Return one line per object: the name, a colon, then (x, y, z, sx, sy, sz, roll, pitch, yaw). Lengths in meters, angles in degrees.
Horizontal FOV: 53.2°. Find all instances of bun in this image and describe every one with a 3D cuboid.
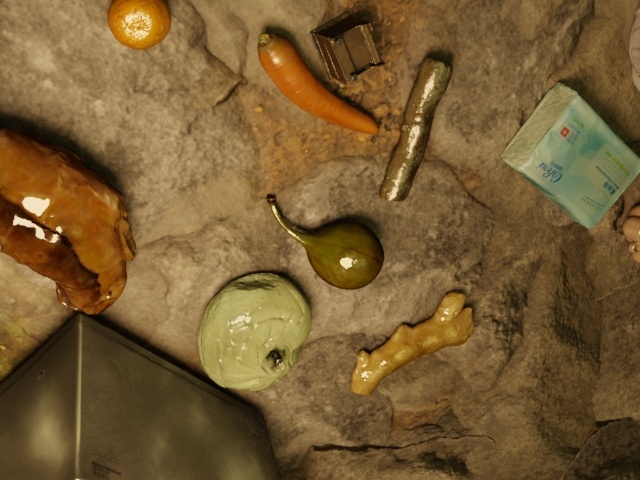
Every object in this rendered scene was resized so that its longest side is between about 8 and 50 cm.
bun: (-0.110, 0.165, 1.114, 0.221, 0.108, 0.221, -9, 116, -19)

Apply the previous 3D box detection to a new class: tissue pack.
tissue pack: (0.496, -0.156, 1.240, 0.263, 0.089, 0.177, 31, 101, -31)

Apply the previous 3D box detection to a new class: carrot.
carrot: (-0.006, -0.229, 1.010, 0.271, 0.062, 0.066, 38, 51, -35)

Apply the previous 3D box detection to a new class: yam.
yam: (0.162, -0.185, 1.099, 0.061, 0.061, 0.253, 7, 111, -26)

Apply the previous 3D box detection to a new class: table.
table: (0.043, -0.293, 0.982, 0.070, 0.082, 0.083, -31, 122, -8)

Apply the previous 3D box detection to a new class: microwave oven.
microwave oven: (-0.273, 0.380, 0.984, 0.236, 0.374, 0.432, -42, 126, 10)

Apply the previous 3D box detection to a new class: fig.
fig: (0.000, 0.000, 1.095, 0.236, 0.124, 0.124, 29, 100, -16)

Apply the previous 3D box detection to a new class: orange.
orange: (-0.244, -0.300, 0.861, 0.083, 0.070, 0.083, -8, 127, -11)

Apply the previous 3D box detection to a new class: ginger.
ginger: (0.185, 0.218, 1.294, 0.298, 0.065, 0.118, -32, 109, -8)
ginger: (-0.359, -0.020, 0.888, 0.172, 0.165, 0.321, -17, 126, 15)

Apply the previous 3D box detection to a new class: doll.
doll: (0.764, -0.076, 1.382, 0.154, 0.119, 0.278, 35, 92, -36)

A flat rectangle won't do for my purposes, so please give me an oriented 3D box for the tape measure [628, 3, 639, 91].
tape measure: (0.664, -0.389, 1.184, 0.236, 0.120, 0.197, -45, 129, -5)
